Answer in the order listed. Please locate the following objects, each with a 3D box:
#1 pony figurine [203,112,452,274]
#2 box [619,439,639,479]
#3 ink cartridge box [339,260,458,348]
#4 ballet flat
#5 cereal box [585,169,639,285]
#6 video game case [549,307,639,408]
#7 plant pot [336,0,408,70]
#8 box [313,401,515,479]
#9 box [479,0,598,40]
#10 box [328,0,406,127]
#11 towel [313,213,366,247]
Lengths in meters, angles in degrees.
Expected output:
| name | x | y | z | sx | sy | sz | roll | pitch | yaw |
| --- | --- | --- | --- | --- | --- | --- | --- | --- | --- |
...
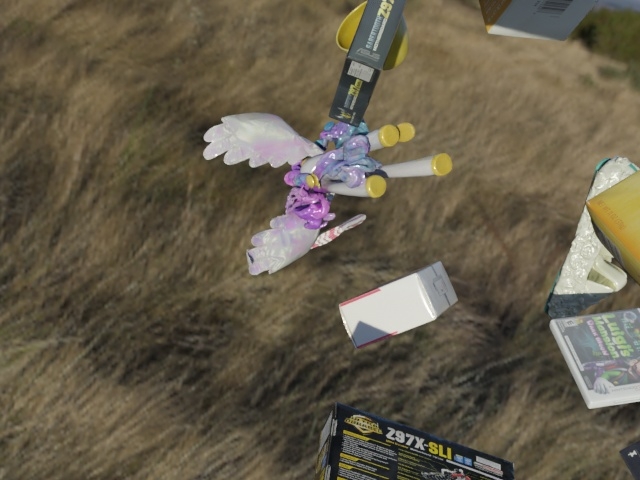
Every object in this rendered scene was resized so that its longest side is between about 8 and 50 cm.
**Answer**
| name | x | y | z | sx | sy | sz | roll | pitch | yaw |
| --- | --- | --- | --- | --- | --- | --- | --- | --- | --- |
| pony figurine | 0.004 | -0.120 | 1.852 | 0.351 | 0.303 | 0.363 | -20 | 9 | -41 |
| box | 0.815 | 0.498 | 1.932 | 0.179 | 0.312 | 0.343 | 51 | 13 | -36 |
| ink cartridge box | 0.189 | 0.149 | 2.356 | 0.207 | 0.117 | 0.283 | -24 | -3 | 18 |
| ballet flat | 0.556 | 0.027 | 1.971 | 0.147 | 0.409 | 0.147 | 5 | 38 | -4 |
| cereal box | 0.320 | -0.026 | 0.639 | 0.047 | 0.240 | 0.173 | 56 | 2 | -42 |
| video game case | 0.513 | 0.201 | 1.732 | 0.173 | 0.022 | 0.190 | -7 | 44 | -9 |
| plant pot | 0.111 | -0.372 | 1.843 | 0.095 | 0.134 | 0.134 | 45 | -2 | -38 |
| box | 0.150 | 0.401 | 1.543 | 0.322 | 0.079 | 0.257 | 19 | 25 | -4 |
| box | 0.385 | -0.568 | 1.800 | 0.168 | 0.215 | 0.345 | 1 | 63 | -20 |
| box | 0.078 | -0.302 | 1.534 | 0.059 | 0.183 | 0.232 | 21 | -16 | -1 |
| towel | 0.000 | 0.000 | 2.210 | 0.029 | 0.197 | 0.144 | 63 | 29 | -2 |
